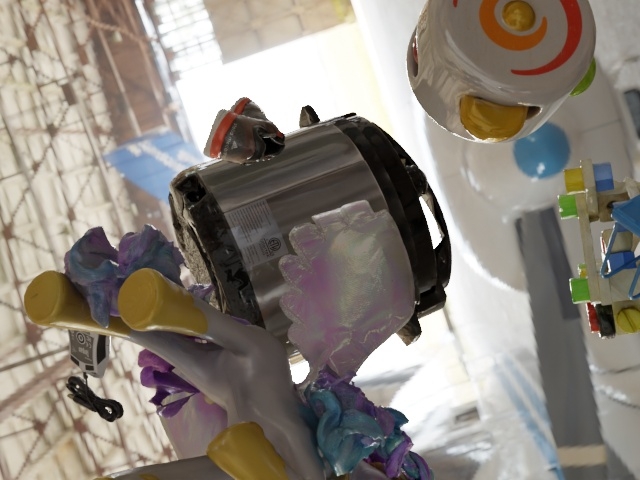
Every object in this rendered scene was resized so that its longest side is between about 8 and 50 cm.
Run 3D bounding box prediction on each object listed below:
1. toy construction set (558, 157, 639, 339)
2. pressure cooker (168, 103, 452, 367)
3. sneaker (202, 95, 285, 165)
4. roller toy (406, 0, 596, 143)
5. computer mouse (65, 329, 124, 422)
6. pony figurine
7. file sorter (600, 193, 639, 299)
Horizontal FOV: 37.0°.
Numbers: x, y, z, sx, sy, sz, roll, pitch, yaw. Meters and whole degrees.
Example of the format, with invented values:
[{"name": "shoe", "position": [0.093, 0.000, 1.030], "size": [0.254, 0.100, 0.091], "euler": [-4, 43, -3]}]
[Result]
[{"name": "toy construction set", "position": [0.371, 0.002, 1.165], "size": [0.327, 0.151, 0.215], "euler": [-13, -87, -60]}, {"name": "pressure cooker", "position": [0.001, -0.001, 1.561], "size": [0.375, 0.420, 0.370], "euler": [43, 151, 60]}, {"name": "sneaker", "position": [-0.065, -0.095, 0.914], "size": [0.158, 0.065, 0.061], "euler": [-63, -5, -73]}, {"name": "roller toy", "position": [0.197, -0.217, 1.061], "size": [0.191, 0.209, 0.146], "euler": [51, 162, 9]}, {"name": "computer mouse", "position": [-0.330, 0.164, 1.389], "size": [0.042, 0.106, 0.193], "euler": [-25, -53, -48]}, {"name": "pony figurine", "position": [-0.056, 0.119, 0.777], "size": [0.363, 0.303, 0.351], "euler": [32, -156, -48]}, {"name": "file sorter", "position": [0.386, 0.030, 0.962], "size": [0.170, 0.118, 0.104], "euler": [43, 145, 35]}]
